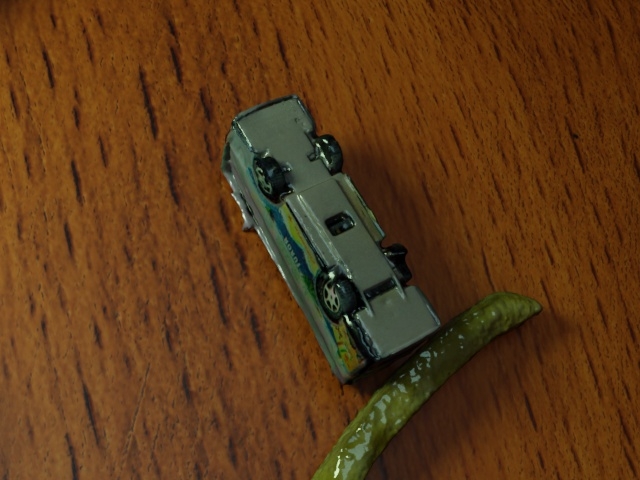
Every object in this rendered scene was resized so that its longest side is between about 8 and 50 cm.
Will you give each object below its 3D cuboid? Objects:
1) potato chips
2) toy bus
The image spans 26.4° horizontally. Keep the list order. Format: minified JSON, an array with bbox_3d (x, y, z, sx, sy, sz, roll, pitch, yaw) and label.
[{"bbox_3d":[0.106,0.171,1.510,0.407,0.057,0.080,-42,103,-27],"label":"potato chips"},{"bbox_3d":[0.000,0.000,1.517,0.112,0.138,0.317,-22,75,-29],"label":"toy bus"}]
